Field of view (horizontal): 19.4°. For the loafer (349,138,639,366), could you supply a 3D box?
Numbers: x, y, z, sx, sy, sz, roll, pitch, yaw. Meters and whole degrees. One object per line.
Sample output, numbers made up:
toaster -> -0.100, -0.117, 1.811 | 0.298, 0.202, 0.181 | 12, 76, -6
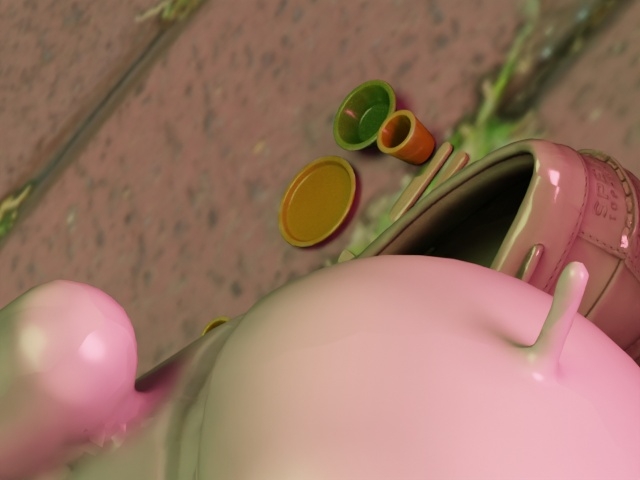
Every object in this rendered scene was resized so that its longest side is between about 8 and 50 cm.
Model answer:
loafer -> -0.001, 0.070, 0.752 | 0.319, 0.111, 0.112 | -41, 43, 18

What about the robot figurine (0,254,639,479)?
robot figurine -> -0.014, 0.134, 0.602 | 0.353, 0.300, 0.200 | -34, 26, 33

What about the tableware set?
tableware set -> 0.000, 0.000, 0.863 | 0.154, 0.024, 0.104 | -54, 41, 5
